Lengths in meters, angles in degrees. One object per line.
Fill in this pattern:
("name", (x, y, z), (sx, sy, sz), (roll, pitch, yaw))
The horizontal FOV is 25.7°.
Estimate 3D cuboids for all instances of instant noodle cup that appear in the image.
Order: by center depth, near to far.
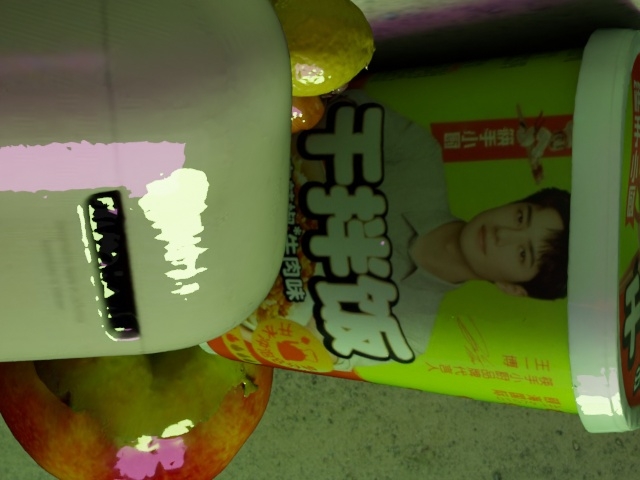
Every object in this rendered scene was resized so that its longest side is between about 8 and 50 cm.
("instant noodle cup", (0.081, -0.006, 0.991), (0.308, 0.294, 0.294), (1, 175, 22))

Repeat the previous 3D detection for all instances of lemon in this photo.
("lemon", (-0.013, -0.113, 0.787), (0.092, 0.065, 0.065), (5, 171, -10))

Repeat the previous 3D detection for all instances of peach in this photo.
("peach", (-0.229, 0.154, 1.711), (0.370, 0.370, 0.370), (-3, 173, 0))

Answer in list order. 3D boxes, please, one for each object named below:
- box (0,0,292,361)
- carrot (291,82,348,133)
("box", (-0.190, -0.037, 0.751), (0.349, 0.141, 0.289), (-3, 146, -5))
("carrot", (-0.101, -0.095, 0.936), (0.256, 0.061, 0.061), (-2, 174, 24))
